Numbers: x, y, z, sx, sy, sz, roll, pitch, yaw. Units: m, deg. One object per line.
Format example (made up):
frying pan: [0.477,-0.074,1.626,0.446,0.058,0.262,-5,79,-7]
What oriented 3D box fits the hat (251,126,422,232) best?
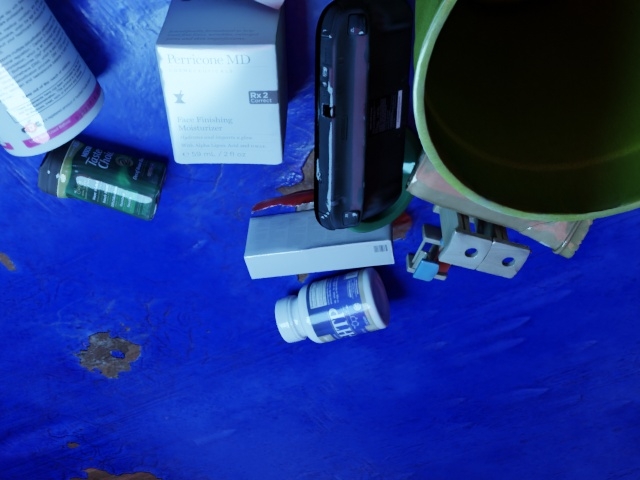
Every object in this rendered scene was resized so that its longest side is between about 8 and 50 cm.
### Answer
hat: [0.025,-0.118,1.201,0.209,0.184,0.172,-19,122,-34]

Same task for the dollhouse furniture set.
dollhouse furniture set: [0.236,0.023,1.250,0.129,0.129,0.183,14,131,-10]

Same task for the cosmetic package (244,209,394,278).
cosmetic package: [0.000,0.000,1.265,0.239,0.098,0.060,-6,135,10]

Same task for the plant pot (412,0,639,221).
plant pot: [0.252,-0.271,0.807,0.367,0.352,0.366,-3,135,-3]

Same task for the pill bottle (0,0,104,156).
pill bottle: [-0.422,-0.263,0.995,0.161,0.160,0.283,-14,131,16]

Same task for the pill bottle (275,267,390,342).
pill bottle: [0.020,0.123,1.370,0.187,0.112,0.112,-16,130,18]

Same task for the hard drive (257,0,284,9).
hard drive: [-0.142,-0.410,0.856,0.308,0.040,0.203,16,120,-27]

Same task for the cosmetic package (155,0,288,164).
cosmetic package: [-0.123,-0.219,1.027,0.152,0.151,0.183,0,133,2]

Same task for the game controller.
game controller: [0.059,-0.170,1.035,0.067,0.166,0.319,21,124,32]

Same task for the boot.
boot: [0.296,-0.122,1.129,0.270,0.089,0.236,26,97,-1]

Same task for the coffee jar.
coffee jar: [-0.339,-0.098,1.191,0.185,0.096,0.079,14,130,-11]
